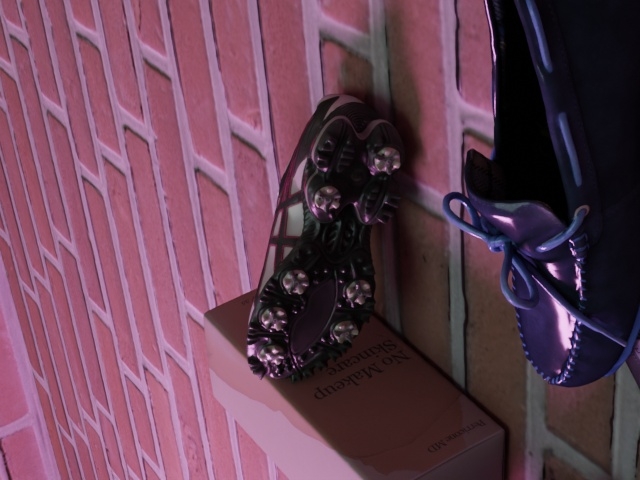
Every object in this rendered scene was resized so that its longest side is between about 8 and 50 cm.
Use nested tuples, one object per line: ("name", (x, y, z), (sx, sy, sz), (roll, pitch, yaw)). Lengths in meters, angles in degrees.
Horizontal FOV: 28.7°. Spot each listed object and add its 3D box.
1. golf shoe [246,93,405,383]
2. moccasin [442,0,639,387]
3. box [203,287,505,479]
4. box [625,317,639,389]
("golf shoe", (0.000, 0.000, 1.131), (0.120, 0.105, 0.273), (-117, 44, -60))
("moccasin", (0.141, -0.048, 0.830), (0.137, 0.116, 0.342), (36, 139, 54))
("box", (0.026, 0.167, 1.210), (0.311, 0.148, 0.121), (38, 143, 43))
("box", (0.243, 0.079, 0.860), (0.067, 0.018, 0.083), (64, 155, 5))
